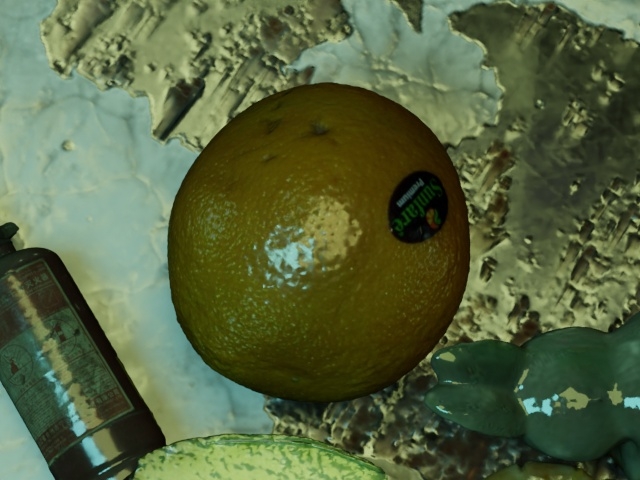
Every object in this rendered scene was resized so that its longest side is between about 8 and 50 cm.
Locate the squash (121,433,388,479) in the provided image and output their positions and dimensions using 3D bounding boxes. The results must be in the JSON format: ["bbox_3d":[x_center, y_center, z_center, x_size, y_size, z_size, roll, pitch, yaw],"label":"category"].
[{"bbox_3d":[-0.062,0.214,1.240,0.184,0.085,0.191,12,76,-6],"label":"squash"}]

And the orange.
[{"bbox_3d":[0.000,0.000,1.254,0.206,0.206,0.206,2,75,-6],"label":"orange"}]

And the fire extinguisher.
[{"bbox_3d":[-0.185,0.055,1.261,0.075,0.106,0.252,-32,81,7],"label":"fire extinguisher"}]

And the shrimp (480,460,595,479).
[{"bbox_3d":[0.116,0.240,1.275,0.115,0.051,0.217,27,75,8],"label":"shrimp"}]

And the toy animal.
[{"bbox_3d":[0.185,0.096,1.287,0.251,0.125,0.127,4,47,-7],"label":"toy animal"}]
